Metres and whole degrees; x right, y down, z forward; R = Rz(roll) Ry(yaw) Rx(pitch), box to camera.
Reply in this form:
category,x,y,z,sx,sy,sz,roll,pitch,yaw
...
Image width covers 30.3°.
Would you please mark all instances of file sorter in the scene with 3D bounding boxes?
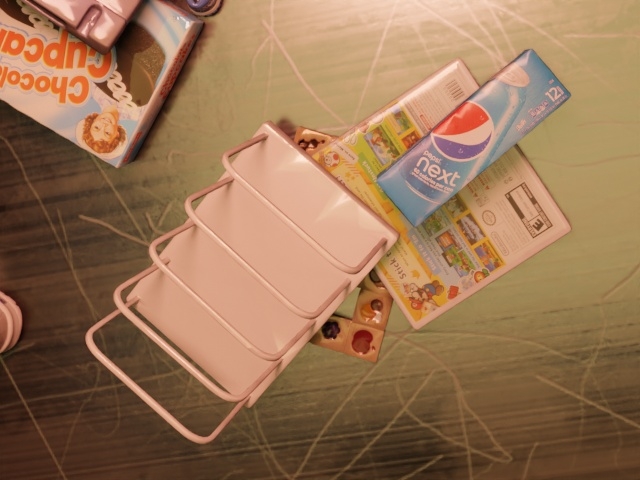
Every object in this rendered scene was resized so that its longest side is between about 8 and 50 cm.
category,x,y,z,sx,sy,sz,roll,pitch,yaw
file sorter,-0.090,0.050,1.257,0.193,0.173,0.278,41,112,3

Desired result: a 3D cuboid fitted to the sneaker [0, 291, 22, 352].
category,x,y,z,sx,sy,sz,roll,pitch,yaw
sneaker,-0.493,0.064,1.371,0.281,0.115,0.105,15,101,6

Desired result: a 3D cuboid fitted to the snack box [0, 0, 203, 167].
category,x,y,z,sx,sy,sz,roll,pitch,yaw
snack box,-0.314,-0.242,1.324,0.321,0.060,0.187,30,103,3

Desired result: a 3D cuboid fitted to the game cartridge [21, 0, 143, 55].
category,x,y,z,sx,sy,sz,roll,pitch,yaw
game cartridge,-0.308,-0.382,1.211,0.355,0.068,0.230,34,76,-10

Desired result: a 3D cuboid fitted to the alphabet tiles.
category,x,y,z,sx,sy,sz,roll,pitch,yaw
alphabet tiles,0.000,0.000,1.341,0.198,0.009,0.237,17,101,6

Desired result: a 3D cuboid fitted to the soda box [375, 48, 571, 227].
category,x,y,z,sx,sy,sz,roll,pitch,yaw
soda box,0.158,-0.108,1.237,0.210,0.071,0.067,-41,93,9

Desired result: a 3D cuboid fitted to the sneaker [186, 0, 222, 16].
category,x,y,z,sx,sy,sz,roll,pitch,yaw
sneaker,-0.123,-0.313,1.285,0.052,0.058,0.135,5,99,8

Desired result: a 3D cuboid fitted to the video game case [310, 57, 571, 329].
category,x,y,z,sx,sy,sz,roll,pitch,yaw
video game case,0.128,-0.049,1.298,0.206,0.026,0.227,-34,94,8
